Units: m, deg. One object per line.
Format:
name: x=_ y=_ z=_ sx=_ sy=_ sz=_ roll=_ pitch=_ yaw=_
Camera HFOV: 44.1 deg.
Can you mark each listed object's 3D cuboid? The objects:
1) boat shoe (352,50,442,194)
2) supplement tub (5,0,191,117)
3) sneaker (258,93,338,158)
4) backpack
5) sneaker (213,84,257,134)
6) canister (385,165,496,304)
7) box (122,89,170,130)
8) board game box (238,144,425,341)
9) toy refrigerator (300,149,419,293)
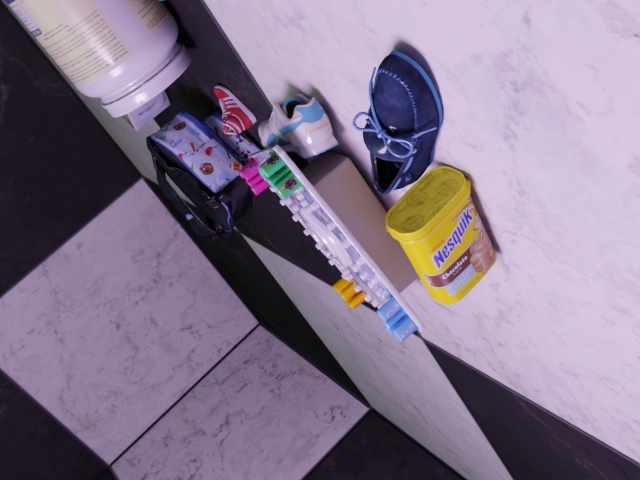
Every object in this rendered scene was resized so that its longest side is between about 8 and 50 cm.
boat shoe: x=0.104 y=-0.135 z=1.039 sx=0.109 sy=0.089 sz=0.258 roll=39 pitch=164 yaw=29
supplement tub: x=-0.422 y=-0.423 z=1.506 sx=0.325 sy=0.235 sz=0.235 roll=54 pitch=165 yaw=-26
sneaker: x=-0.046 y=-0.201 z=1.349 sx=0.228 sy=0.087 sz=0.092 roll=18 pitch=133 yaw=61
backpack: x=-0.259 y=-0.171 z=1.791 sx=0.263 sy=0.213 sz=0.276 roll=38 pitch=159 yaw=4
sneaker: x=-0.193 y=-0.264 z=1.620 sx=0.118 sy=0.067 sz=0.042 roll=43 pitch=165 yaw=17
canister: x=0.177 y=-0.003 z=1.123 sx=0.073 sy=0.126 sz=0.170 roll=32 pitch=162 yaw=47
box: x=-0.526 y=-0.447 z=1.995 sx=0.262 sy=0.127 sz=0.231 roll=44 pitch=168 yaw=16
board game box: x=0.000 y=0.000 z=1.452 sx=0.390 sy=0.050 sz=0.390 roll=51 pitch=174 yaw=-10
toy refrigerator: x=0.075 y=-0.031 z=1.425 sx=0.269 sy=0.094 sz=0.102 roll=54 pitch=172 yaw=-24
